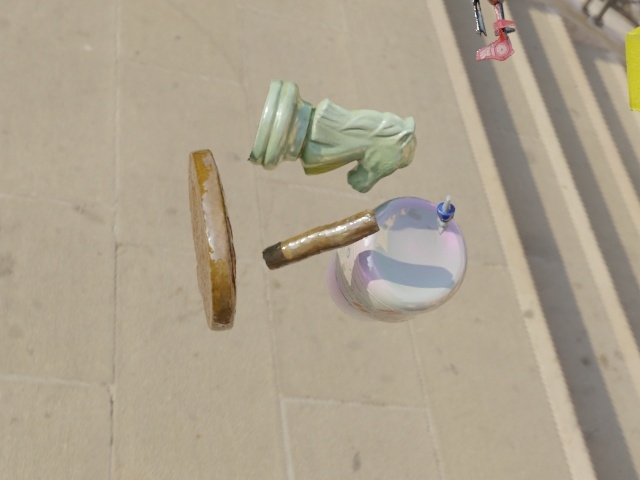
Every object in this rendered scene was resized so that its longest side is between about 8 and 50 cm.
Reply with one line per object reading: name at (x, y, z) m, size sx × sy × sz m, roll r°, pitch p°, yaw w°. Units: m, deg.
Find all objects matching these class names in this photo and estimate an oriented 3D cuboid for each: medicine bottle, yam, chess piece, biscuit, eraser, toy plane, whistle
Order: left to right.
biscuit at (-0.207, 0.009, 1.780) m, size 0.063 × 0.314 × 0.367 m, roll -7°, pitch 54°, yaw -11°
yam at (0.000, 0.000, 1.722) m, size 0.057 × 0.241 × 0.056 m, roll 52°, pitch 26°, yaw -39°
chess piece at (0.027, -0.184, 1.711) m, size 0.298 × 0.175 × 0.175 m, roll 14°, pitch 48°, yaw -5°
medicine bottle at (0.149, 0.054, 1.943) m, size 0.241 × 0.302 × 0.241 m, roll 4°, pitch 75°, yaw -16°
whistle at (0.199, -0.041, 1.468) m, size 0.029 × 0.083 × 0.033 m, roll 11°, pitch 55°, yaw 7°
toy plane at (0.170, -0.247, 0.897) m, size 0.060 × 0.037 × 0.145 m, roll -8°, pitch 89°, yaw 12°
eraser at (0.414, -0.217, 1.105) m, size 0.045 × 0.097 × 0.122 m, roll 11°, pitch 29°, yaw 41°
